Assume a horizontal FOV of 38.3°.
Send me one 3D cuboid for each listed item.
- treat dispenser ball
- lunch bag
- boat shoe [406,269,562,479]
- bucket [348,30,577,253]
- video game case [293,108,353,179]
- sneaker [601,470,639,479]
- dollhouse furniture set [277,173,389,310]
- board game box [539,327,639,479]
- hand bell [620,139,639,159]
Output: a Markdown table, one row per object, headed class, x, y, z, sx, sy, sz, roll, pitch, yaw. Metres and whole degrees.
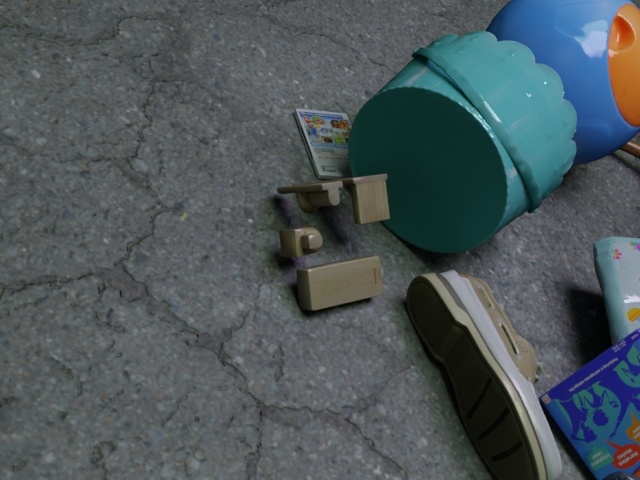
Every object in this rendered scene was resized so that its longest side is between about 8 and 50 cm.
| class | x | y | z | sx | sy | sz | roll | pitch | yaw |
| --- | --- | --- | --- | --- | --- | --- | --- | --- | --- |
| treat dispenser ball | 0.385 | -0.260 | 1.447 | 0.288 | 0.288 | 0.288 | 17 | 48 | -20 |
| lunch bag | 0.492 | 0.127 | 1.293 | 0.262 | 0.160 | 0.223 | 23 | 46 | -22 |
| boat shoe | 0.218 | 0.161 | 1.125 | 0.103 | 0.113 | 0.302 | -8 | 59 | -30 |
| bucket | 0.186 | -0.129 | 1.242 | 0.281 | 0.281 | 0.183 | 44 | 47 | 7 |
| video game case | 0.017 | -0.136 | 1.315 | 0.087 | 0.011 | 0.122 | 1 | 55 | -31 |
| sneaker | 0.411 | 0.400 | 1.071 | 0.122 | 0.110 | 0.283 | -8 | 68 | -46 |
| dollhouse furniture set | 0.000 | 0.000 | 1.182 | 0.144 | 0.123 | 0.151 | -10 | 96 | -37 |
| board game box | 0.398 | 0.237 | 1.138 | 0.210 | 0.160 | 0.047 | 56 | 26 | 19 |
| hand bell | 0.563 | -0.156 | 1.630 | 0.242 | 0.126 | 0.126 | 27 | 44 | 8 |
